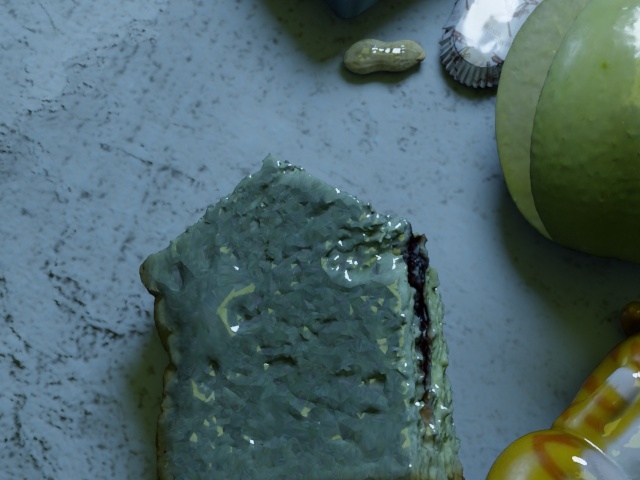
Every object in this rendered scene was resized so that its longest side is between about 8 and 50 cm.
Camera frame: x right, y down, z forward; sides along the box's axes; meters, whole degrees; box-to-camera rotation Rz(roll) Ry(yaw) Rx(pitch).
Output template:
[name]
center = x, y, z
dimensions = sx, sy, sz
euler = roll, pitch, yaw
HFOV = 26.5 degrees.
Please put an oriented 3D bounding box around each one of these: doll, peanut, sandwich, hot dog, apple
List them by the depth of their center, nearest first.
[doll]
center = 0.262, 0.197, 1.209
dimensions = 0.269, 0.162, 0.167
euler = -41, 99, -14
[sandwich]
center = -0.024, 0.085, 1.217
dimensions = 0.262, 0.131, 0.326
euler = -10, 77, 20
[apple]
center = 0.292, -0.105, 1.220
dimensions = 0.291, 0.292, 0.254
euler = 15, 96, 4
[peanut]
center = 0.065, -0.185, 1.369
dimensions = 0.083, 0.037, 0.037
euler = 1, 76, -4
[hot dog]
center = 0.189, -0.239, 1.373
dimensions = 0.099, 0.053, 0.192
euler = 27, 81, 8

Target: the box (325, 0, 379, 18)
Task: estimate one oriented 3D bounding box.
[box]
center = 0.060, -0.336, 1.358
dimensions = 0.227, 0.130, 0.162
euler = -35, 78, -9
